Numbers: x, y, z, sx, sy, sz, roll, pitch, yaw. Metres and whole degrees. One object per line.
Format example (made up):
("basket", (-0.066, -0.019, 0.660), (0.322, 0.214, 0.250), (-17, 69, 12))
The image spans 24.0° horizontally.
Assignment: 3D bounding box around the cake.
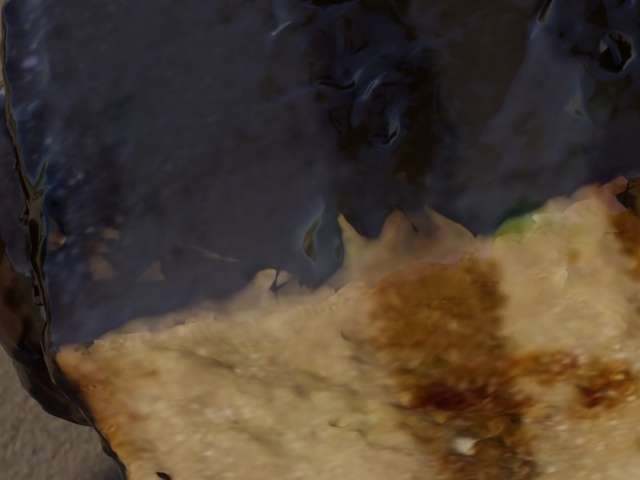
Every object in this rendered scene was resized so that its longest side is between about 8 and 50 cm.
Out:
("cake", (0.000, 0.000, 0.534), (0.293, 0.196, 0.198), (-17, 54, 5))
